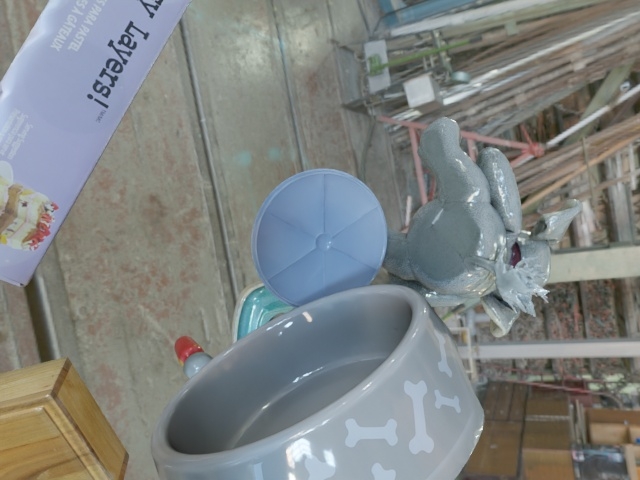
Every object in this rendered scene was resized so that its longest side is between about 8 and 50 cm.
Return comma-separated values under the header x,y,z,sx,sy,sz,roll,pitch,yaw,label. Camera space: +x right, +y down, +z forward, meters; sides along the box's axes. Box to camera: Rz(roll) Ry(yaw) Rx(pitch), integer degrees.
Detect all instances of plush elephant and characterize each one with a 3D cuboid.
x,y,z,sx,sy,sz,roll,pitch,yaw,label
0.256,0.008,0.783,0.255,0.330,0.272,16,112,-47,plush elephant

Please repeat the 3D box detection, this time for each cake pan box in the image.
x,y,z,sx,sy,sz,roll,pitch,yaw,label
-0.181,-0.122,0.381,0.070,0.245,0.267,30,86,-29,cake pan box

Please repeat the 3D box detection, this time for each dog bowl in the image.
x,y,z,sx,sy,sz,roll,pitch,yaw,label
-0.014,0.162,0.514,0.102,0.348,0.349,65,30,-10,dog bowl

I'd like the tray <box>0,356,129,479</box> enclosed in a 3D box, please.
x,y,z,sx,sy,sz,roll,pitch,yaw,label
-0.499,0.301,0.652,0.076,0.410,0.203,-106,-178,-61,tray

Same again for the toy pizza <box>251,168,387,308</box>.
x,y,z,sx,sy,sz,roll,pitch,yaw,label
0.000,0.000,0.694,0.032,0.201,0.201,-153,-134,-69,toy pizza

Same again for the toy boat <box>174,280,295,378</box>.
x,y,z,sx,sy,sz,roll,pitch,yaw,label
-0.164,0.234,1.110,0.318,0.148,0.268,-12,111,-29,toy boat
